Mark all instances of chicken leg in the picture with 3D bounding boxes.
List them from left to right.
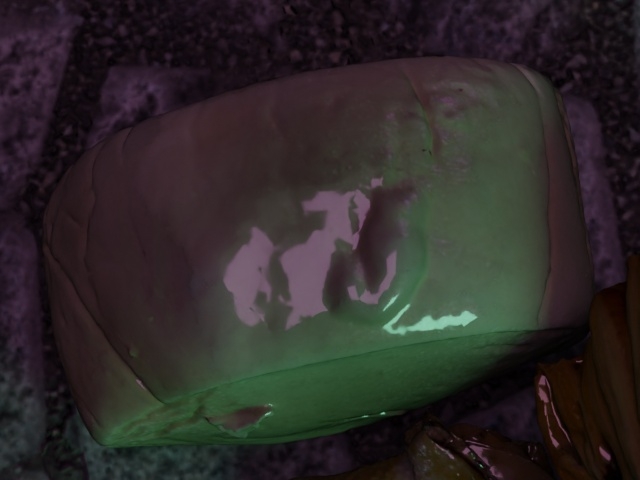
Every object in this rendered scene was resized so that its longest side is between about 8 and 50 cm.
[{"bbox_3d":[0.069,0.179,1.198,0.196,0.080,0.125,11,92,4],"label":"chicken leg"}]

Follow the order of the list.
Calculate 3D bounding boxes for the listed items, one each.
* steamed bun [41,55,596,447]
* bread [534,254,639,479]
[{"bbox_3d":[-0.004,0.000,1.160,0.384,0.236,0.247,-11,75,-1],"label":"steamed bun"},{"bbox_3d":[0.275,0.163,1.128,0.277,0.167,0.324,-1,80,-38],"label":"bread"}]
